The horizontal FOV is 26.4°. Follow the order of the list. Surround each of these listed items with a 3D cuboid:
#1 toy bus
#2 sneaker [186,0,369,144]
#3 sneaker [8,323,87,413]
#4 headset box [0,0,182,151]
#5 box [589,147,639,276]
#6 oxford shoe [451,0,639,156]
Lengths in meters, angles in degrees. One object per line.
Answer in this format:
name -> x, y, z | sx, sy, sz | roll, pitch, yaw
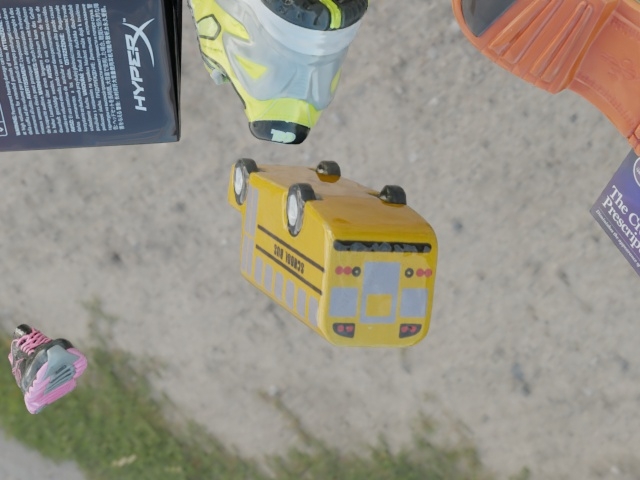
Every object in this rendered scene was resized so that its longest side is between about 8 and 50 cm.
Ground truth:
toy bus -> 0.000, 0.000, 1.323 | 0.332, 0.108, 0.130 | -151, 64, -68
sneaker -> -0.074, -0.219, 1.234 | 0.385, 0.145, 0.147 | -113, 35, -59
sneaker -> -0.195, 0.081, 0.938 | 0.057, 0.047, 0.119 | 59, 156, 7
headset box -> -0.226, -0.152, 0.762 | 0.293, 0.218, 0.110 | -4, 133, -3
box -> 0.439, -0.002, 1.493 | 0.261, 0.103, 0.184 | 56, 145, 25
oxford shoe -> 0.282, -0.137, 1.063 | 0.363, 0.133, 0.130 | 37, 132, 1
